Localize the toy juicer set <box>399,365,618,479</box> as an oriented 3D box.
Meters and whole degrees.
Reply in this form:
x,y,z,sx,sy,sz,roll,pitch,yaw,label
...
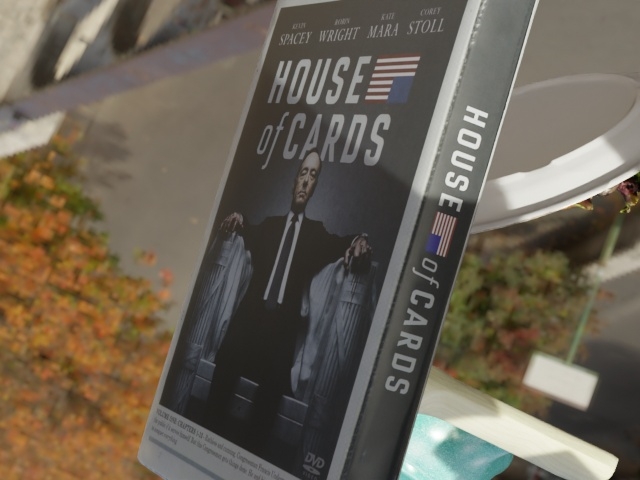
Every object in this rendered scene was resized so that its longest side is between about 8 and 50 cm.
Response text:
x,y,z,sx,sy,sz,roll,pitch,yaw,label
0.032,0.102,0.889,0.209,0.089,0.329,35,151,-8,toy juicer set

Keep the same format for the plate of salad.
x,y,z,sx,sy,sz,roll,pitch,yaw,label
0.115,-0.043,0.758,0.200,0.200,0.048,5,123,50,plate of salad

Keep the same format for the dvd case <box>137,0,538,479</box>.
x,y,z,sx,sy,sz,roll,pitch,yaw,label
0.000,0.000,0.561,0.029,0.238,0.179,18,177,-28,dvd case
